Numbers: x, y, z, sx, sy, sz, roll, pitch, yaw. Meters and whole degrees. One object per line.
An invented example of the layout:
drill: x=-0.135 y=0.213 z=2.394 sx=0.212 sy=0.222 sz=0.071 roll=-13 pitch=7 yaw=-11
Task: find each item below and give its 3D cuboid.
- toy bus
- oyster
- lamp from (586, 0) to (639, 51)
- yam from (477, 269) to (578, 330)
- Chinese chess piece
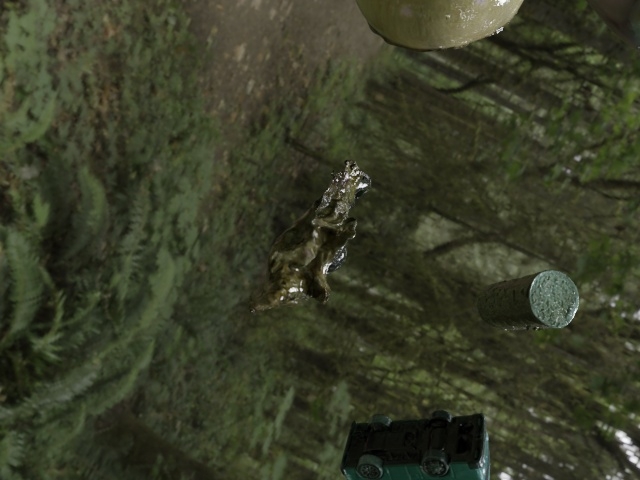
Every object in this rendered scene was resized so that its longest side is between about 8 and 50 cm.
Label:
toy bus: x=0.114 y=0.250 z=0.882 sx=0.079 sy=0.160 sz=0.092 roll=-68 pitch=142 yaw=-53
oyster: x=-0.001 y=0.000 z=1.105 sx=0.221 sy=0.096 sz=0.361 roll=-62 pitch=178 yaw=12
lamp: x=0.317 y=-0.223 z=0.542 sx=0.247 sy=0.301 sz=0.247 roll=-108 pitch=-148 yaw=-44
yam: x=0.247 y=0.077 z=0.943 sx=0.068 sy=0.068 sz=0.169 roll=-64 pitch=-177 yaw=-11
Chinese chess piece: x=0.170 y=-0.386 z=1.106 sx=0.257 sy=0.257 sz=0.104 roll=-65 pitch=155 yaw=-26
